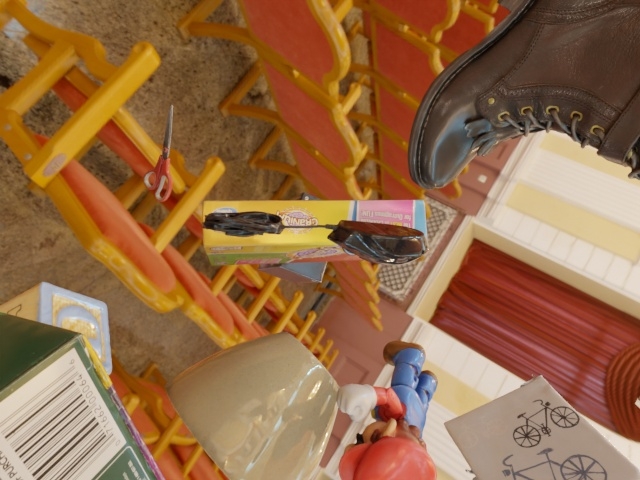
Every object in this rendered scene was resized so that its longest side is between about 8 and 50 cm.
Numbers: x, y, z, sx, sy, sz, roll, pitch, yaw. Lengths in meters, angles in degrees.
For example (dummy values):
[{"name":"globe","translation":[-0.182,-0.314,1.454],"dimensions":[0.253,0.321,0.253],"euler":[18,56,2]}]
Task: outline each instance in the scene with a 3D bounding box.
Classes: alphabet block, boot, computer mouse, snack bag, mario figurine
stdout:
[{"name":"alphabet block","translation":[-0.619,0.239,1.011],"dimensions":[0.197,0.194,0.192],"euler":[-27,148,11]},{"name":"boot","translation":[0.209,-0.096,0.365],"dimensions":[0.091,0.229,0.263],"euler":[-1,133,-43]},{"name":"computer mouse","translation":[0.000,0.000,0.470],"dimensions":[0.071,0.241,0.041],"euler":[-123,-140,-72]},{"name":"snack bag","translation":[0.501,0.504,1.072],"dimensions":[0.322,0.342,0.037],"euler":[-23,119,-6]},{"name":"mario figurine","translation":[0.104,0.310,0.766],"dimensions":[0.170,0.198,0.320],"euler":[-59,174,28]}]

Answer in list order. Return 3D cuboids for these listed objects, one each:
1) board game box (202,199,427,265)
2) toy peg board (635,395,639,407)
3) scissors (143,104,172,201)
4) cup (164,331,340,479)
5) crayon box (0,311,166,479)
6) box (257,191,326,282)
[{"name":"board game box","translation":[-0.023,-0.008,0.731],"dimensions":[0.242,0.316,0.064],"euler":[139,-51,-76]},{"name":"toy peg board","translation":[0.545,0.208,0.633],"dimensions":[0.161,0.079,0.160],"euler":[-45,143,10]},{"name":"scissors","translation":[-0.467,-0.256,1.373],"dimensions":[0.297,0.109,0.021],"euler":[-58,165,26]},{"name":"cup","translation":[-0.100,0.319,0.874],"dimensions":[0.237,0.331,0.331],"euler":[-42,155,-18]},{"name":"crayon box","translation":[-0.299,0.243,0.463],"dimensions":[0.106,0.312,0.363],"euler":[-45,130,-49]},{"name":"box","translation":[-0.086,0.001,1.735],"dimensions":[0.296,0.182,0.294],"euler":[-15,-123,66]}]
